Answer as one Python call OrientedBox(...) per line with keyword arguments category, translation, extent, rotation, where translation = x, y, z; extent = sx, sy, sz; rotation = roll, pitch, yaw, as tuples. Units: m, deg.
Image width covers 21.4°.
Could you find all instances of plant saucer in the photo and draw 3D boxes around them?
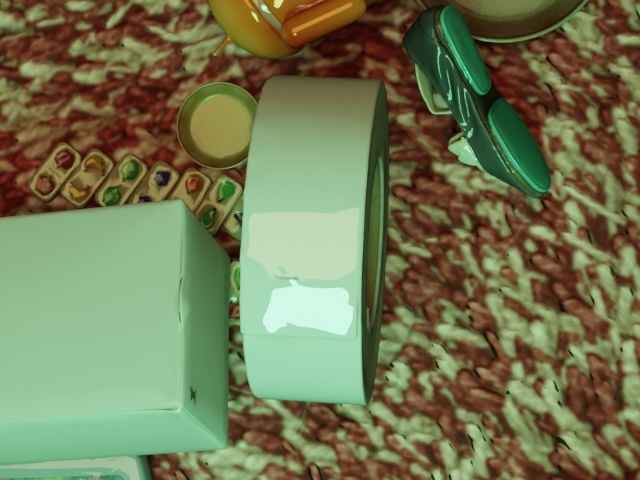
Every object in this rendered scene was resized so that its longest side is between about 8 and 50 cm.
OrientedBox(category="plant saucer", translation=(0.170, -0.280, 1.584), extent=(0.199, 0.036, 0.198), rotation=(0, 86, 6))
OrientedBox(category="plant saucer", translation=(-0.095, -0.108, 1.613), extent=(0.083, 0.015, 0.083), rotation=(0, 87, 7))

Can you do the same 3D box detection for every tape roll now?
OrientedBox(category="tape roll", translation=(0.000, 0.000, 1.463), extent=(0.100, 0.286, 0.286), rotation=(3, 87, 6))

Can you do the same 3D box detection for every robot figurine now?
OrientedBox(category="robot figurine", translation=(-0.014, -0.249, 1.545), extent=(0.219, 0.128, 0.158), rotation=(-32, 79, 18))

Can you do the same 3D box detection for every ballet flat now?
OrientedBox(category="ballet flat", translation=(0.138, -0.120, 1.565), extent=(0.074, 0.074, 0.203), rotation=(-31, 99, 4))

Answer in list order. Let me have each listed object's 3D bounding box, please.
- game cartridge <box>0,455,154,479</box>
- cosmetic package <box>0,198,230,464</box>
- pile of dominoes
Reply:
OrientedBox(category="game cartridge", translation=(-0.249, 0.289, 1.593), extent=(0.196, 0.060, 0.294), rotation=(-3, 87, 2))
OrientedBox(category="cosmetic package", translation=(-0.273, 0.091, 1.512), extent=(0.366, 0.155, 0.196), rotation=(-4, 68, 12))
OrientedBox(category="pile of dominoes", translation=(-0.180, 0.016, 1.604), extent=(0.251, 0.040, 0.196), rotation=(13, 89, 6))
